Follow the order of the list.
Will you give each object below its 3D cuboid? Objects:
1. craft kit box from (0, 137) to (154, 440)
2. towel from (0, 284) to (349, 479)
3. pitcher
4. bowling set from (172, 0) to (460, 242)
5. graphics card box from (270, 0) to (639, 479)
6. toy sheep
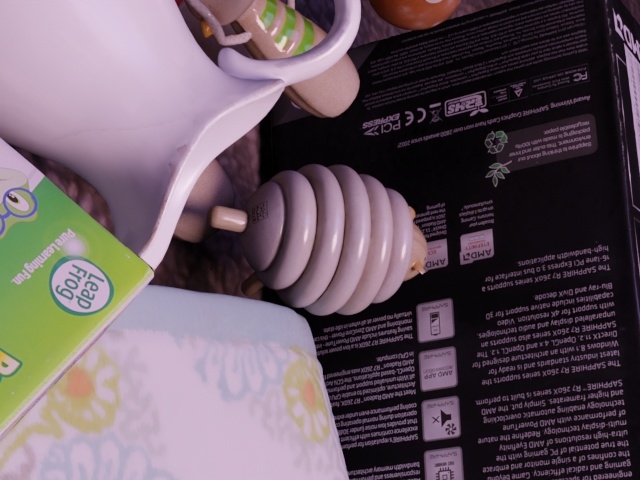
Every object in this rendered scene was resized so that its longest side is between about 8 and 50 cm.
[{"bbox_3d":[-0.214,0.007,0.401,0.246,0.061,0.250,41,45,0],"label":"craft kit box"},{"bbox_3d":[-0.101,0.173,0.560,0.374,0.090,0.321,11,63,-51],"label":"towel"},{"bbox_3d":[-0.101,-0.112,0.591,0.207,0.125,0.178,43,74,2],"label":"pitcher"},{"bbox_3d":[-0.037,-0.161,0.720,0.154,0.199,0.287,39,43,-40],"label":"bowling set"},{"bbox_3d":[0.088,0.052,0.773,0.094,0.232,0.371,27,55,-55],"label":"graphics card box"},{"bbox_3d":[0.000,0.000,0.717,0.132,0.091,0.091,5,70,-26],"label":"toy sheep"}]
